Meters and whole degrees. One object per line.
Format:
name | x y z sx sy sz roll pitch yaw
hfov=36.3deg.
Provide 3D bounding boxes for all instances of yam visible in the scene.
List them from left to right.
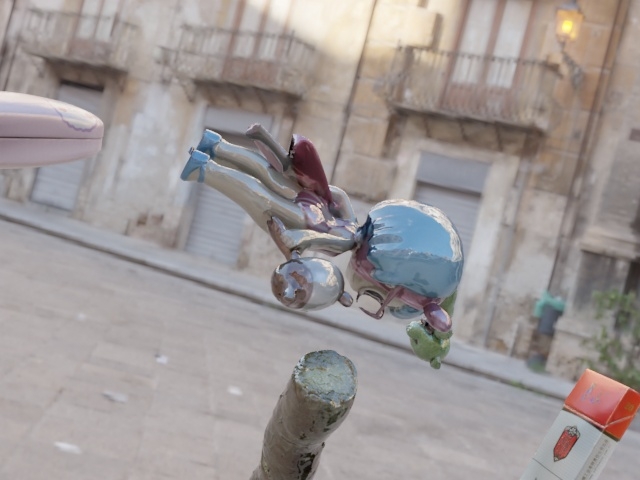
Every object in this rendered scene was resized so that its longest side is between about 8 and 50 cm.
yam | -0.027 0.190 0.841 0.061 0.253 0.061 11 43 -11

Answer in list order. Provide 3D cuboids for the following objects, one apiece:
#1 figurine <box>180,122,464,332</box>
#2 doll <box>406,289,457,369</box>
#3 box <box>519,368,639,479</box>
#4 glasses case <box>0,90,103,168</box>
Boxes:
figurine | 0.007 -0.012 0.807 0.260 0.103 0.205 29 19 -8
doll | 0.181 0.122 1.552 0.078 0.150 0.115 15 18 -9
box | 0.357 0.305 1.387 0.035 0.245 0.139 31 -1 -11
glasses case | -0.344 -0.108 0.937 0.113 0.075 0.297 15 12 36
